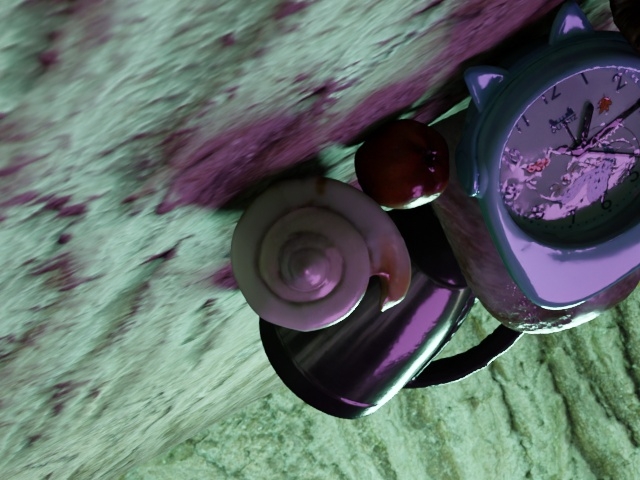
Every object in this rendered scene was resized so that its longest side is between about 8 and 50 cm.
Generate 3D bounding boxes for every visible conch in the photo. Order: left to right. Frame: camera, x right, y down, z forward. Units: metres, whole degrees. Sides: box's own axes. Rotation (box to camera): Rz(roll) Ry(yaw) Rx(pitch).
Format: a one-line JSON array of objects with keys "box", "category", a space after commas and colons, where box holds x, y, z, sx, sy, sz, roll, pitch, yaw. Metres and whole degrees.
[{"box": [-0.001, -0.011, 1.240, 0.158, 0.127, 0.255, -3, -161, 0], "category": "conch"}]

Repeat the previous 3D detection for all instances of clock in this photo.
[{"box": [0.232, -0.087, 1.239, 0.223, 0.274, 0.094, -33, -150, 1], "category": "clock"}]

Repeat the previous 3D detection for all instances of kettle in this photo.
[{"box": [0.094, 0.076, 1.622, 0.271, 0.251, 0.207, -47, 170, 36], "category": "kettle"}]

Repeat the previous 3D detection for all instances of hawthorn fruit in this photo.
[{"box": [0.068, -0.066, 1.229, 0.081, 0.081, 0.093, -24, -177, -38], "category": "hawthorn fruit"}]

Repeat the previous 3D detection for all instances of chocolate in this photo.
[{"box": [0.217, -0.014, 1.390, 0.185, 0.303, 0.100, -21, -143, 15], "category": "chocolate"}]

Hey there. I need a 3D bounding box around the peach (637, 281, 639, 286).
[{"box": [0.532, -0.086, 2.148, 0.380, 0.242, 0.306, -12, 143, -24], "category": "peach"}]

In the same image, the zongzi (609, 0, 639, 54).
[{"box": [0.374, -0.224, 1.224, 0.286, 0.134, 0.288, -23, 178, -7], "category": "zongzi"}]

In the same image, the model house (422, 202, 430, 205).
[{"box": [0.258, -0.006, 1.766, 0.271, 0.206, 0.178, -28, 171, -16], "category": "model house"}]
